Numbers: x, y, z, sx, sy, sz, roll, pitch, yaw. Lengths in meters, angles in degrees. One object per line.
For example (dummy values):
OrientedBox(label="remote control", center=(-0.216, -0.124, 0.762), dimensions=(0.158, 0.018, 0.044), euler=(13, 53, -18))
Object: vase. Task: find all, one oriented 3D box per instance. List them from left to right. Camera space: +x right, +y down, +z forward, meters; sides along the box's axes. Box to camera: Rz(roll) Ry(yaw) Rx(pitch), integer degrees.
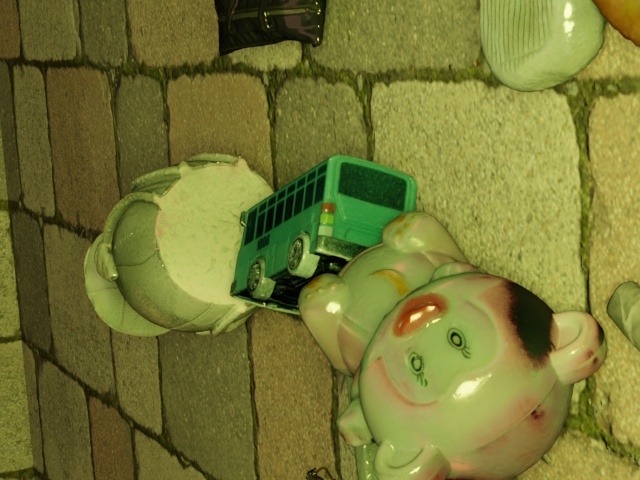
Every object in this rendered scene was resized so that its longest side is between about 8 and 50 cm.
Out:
OrientedBox(label="vase", center=(-0.201, 0.027, 1.865), dimensions=(0.445, 0.250, 0.249), euler=(157, 103, -66))

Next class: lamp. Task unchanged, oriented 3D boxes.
OrientedBox(label="lamp", center=(0.124, 0.129, 1.299), dimensions=(0.247, 0.247, 0.301), euler=(60, 172, -29))

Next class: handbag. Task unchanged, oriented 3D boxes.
OrientedBox(label="handbag", center=(-0.062, -0.334, 1.628), dimensions=(0.254, 0.089, 0.211), euler=(5, 93, 57))

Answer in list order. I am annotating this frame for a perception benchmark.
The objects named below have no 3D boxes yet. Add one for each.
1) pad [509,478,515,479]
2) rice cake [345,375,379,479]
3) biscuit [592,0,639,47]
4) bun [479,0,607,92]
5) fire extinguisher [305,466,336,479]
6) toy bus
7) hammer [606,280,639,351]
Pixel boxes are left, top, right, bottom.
OrientedBox(label="pad", center=(0.151, 0.321, 1.472), dimensions=(0.233, 0.022, 0.174), euler=(11, 107, 62))
OrientedBox(label="rice cake", center=(0.054, 0.195, 1.603), dimensions=(0.045, 0.042, 0.245), euler=(171, 92, -75))
OrientedBox(label="biscuit", center=(0.280, -0.249, 1.009), dimensions=(0.220, 0.066, 0.220), euler=(27, 122, 54))
OrientedBox(label="bun", center=(0.201, -0.198, 1.156), dimensions=(0.141, 0.083, 0.140), euler=(-11, 78, 63))
OrientedBox(label="fire extinguisher", center=(0.023, 0.357, 1.720), dimensions=(0.173, 0.035, 0.049), euler=(57, 148, 35))
OrientedBox(label="toy bus", center=(0.000, 0.000, 1.536), dimensions=(0.256, 0.128, 0.147), euler=(-27, 52, 60))
OrientedBox(label="hammer", center=(0.345, 0.189, 1.032), dimensions=(0.427, 0.044, 0.152), euler=(55, 142, 42))
